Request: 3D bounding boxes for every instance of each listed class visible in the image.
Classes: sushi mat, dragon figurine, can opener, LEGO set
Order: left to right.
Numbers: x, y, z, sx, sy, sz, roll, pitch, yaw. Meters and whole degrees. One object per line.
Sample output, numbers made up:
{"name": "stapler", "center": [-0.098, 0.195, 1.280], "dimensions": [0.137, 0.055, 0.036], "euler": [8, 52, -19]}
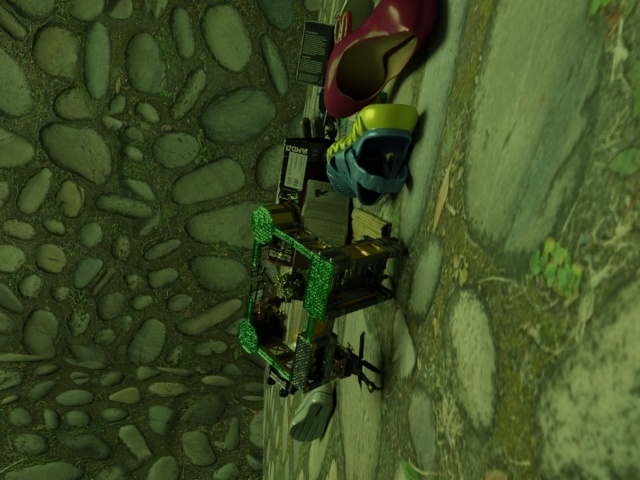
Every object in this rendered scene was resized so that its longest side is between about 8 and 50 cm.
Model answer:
{"name": "can opener", "center": [-0.014, -0.264, 1.707], "dimensions": [0.095, 0.076, 0.283], "euler": [-69, -26, -67]}
{"name": "LEGO set", "center": [0.006, 0.089, 0.896], "dimensions": [0.255, 0.192, 0.331], "euler": [22, 115, 44]}
{"name": "dragon figurine", "center": [0.031, -0.455, 1.724], "dimensions": [0.144, 0.085, 0.288], "euler": [-115, 32, -75]}
{"name": "sushi mat", "center": [0.091, 0.017, 1.100], "dimensions": [0.316, 0.019, 0.151], "euler": [-129, 46, -79]}

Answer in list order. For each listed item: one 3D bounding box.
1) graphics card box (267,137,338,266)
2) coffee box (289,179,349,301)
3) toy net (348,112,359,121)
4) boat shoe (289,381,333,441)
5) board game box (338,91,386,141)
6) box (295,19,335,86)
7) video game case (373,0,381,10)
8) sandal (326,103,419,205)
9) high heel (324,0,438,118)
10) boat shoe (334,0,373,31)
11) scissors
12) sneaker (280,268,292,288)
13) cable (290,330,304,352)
{"name": "graphics card box", "center": [-0.043, -0.121, 1.566], "dimensions": [0.233, 0.094, 0.370], "euler": [-20, -58, -62]}
{"name": "coffee box", "center": [0.000, 0.000, 1.311], "dimensions": [0.297, 0.119, 0.168], "euler": [-84, 4, -52]}
{"name": "toy net", "center": [0.050, -0.345, 1.223], "dimensions": [0.122, 0.045, 0.232], "euler": [119, 156, -43]}
{"name": "boat shoe", "center": [-0.013, 0.425, 1.300], "dimensions": [0.075, 0.083, 0.226], "euler": [-74, 11, -48]}
{"name": "board game box", "center": [0.086, -0.238, 1.274], "dimensions": [0.317, 0.046, 0.213], "euler": [-128, 46, -79]}
{"name": "box", "center": [0.006, -0.649, 1.825], "dimensions": [0.153, 0.108, 0.206], "euler": [-35, -41, -63]}
{"name": "video game case", "center": [0.155, -0.579, 1.195], "dimensions": [0.190, 0.022, 0.173], "euler": [-115, 33, -77]}
{"name": "sandal", "center": [0.081, -0.126, 0.951], "dimensions": [0.317, 0.126, 0.138], "euler": [125, 147, -76]}
{"name": "high heel", "center": [0.082, -0.309, 0.947], "dimensions": [0.377, 0.127, 0.181], "euler": [125, 163, -56]}
{"name": "boat shoe", "center": [0.088, -0.604, 1.453], "dimensions": [0.254, 0.095, 0.079], "euler": [93, 168, -59]}
{"name": "scissors", "center": [0.039, -0.430, 1.338], "dimensions": [0.109, 0.021, 0.296], "euler": [-122, 38, -60]}
{"name": "sneaker", "center": [-0.044, 0.113, 1.493], "dimensions": [0.305, 0.152, 0.114], "euler": [125, 149, -76]}
{"name": "cable", "center": [-0.042, 0.309, 1.578], "dimensions": [0.287, 0.072, 0.139], "euler": [111, 159, -59]}
